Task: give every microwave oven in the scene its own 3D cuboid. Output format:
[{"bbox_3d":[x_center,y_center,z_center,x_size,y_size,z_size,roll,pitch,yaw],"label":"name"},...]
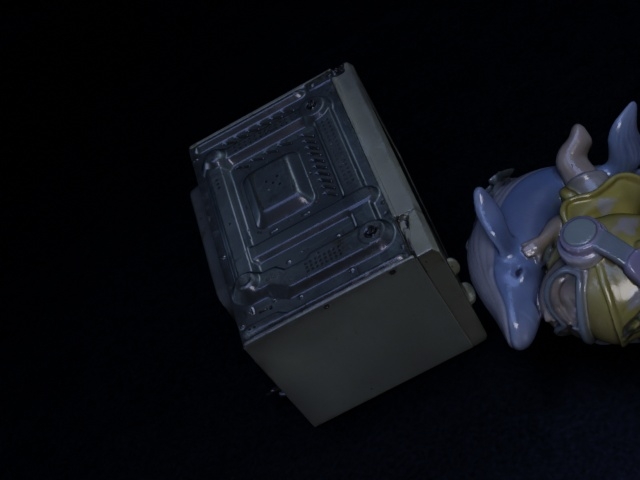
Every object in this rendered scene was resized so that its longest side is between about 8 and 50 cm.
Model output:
[{"bbox_3d":[0.000,0.000,0.982,0.194,0.145,0.240,-26,46,6],"label":"microwave oven"}]

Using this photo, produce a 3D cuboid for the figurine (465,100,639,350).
[{"bbox_3d":[0.196,-0.001,0.882,0.184,0.128,0.208,24,64,39],"label":"figurine"}]
